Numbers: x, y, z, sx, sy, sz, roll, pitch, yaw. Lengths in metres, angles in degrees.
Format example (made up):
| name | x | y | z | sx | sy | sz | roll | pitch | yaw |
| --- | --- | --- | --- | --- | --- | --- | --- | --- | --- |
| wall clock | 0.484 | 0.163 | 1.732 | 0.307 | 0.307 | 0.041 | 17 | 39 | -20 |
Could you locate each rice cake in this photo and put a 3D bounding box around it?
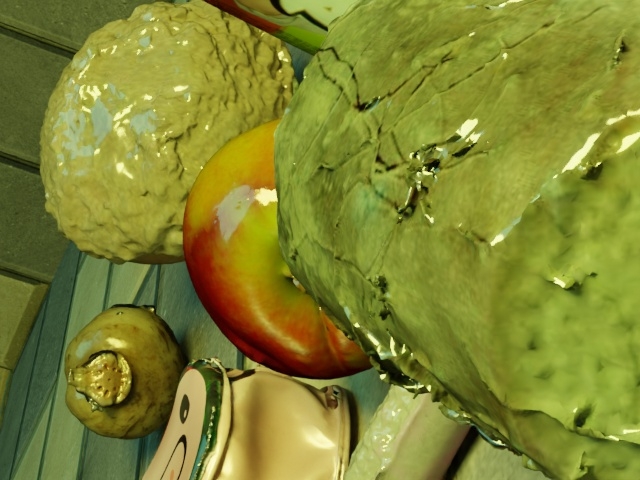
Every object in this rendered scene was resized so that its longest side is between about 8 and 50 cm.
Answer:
| name | x | y | z | sx | sy | sz | roll | pitch | yaw |
| --- | --- | --- | --- | --- | --- | --- | --- | --- | --- |
| rice cake | 0.043 | 0.151 | 0.771 | 0.270 | 0.055 | 0.049 | -64 | 28 | 20 |

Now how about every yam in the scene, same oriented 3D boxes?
| name | x | y | z | sx | sy | sz | roll | pitch | yaw |
| --- | --- | --- | --- | --- | --- | --- | --- | --- | --- |
| yam | 0.101 | -0.008 | 0.512 | 0.271 | 0.201 | 0.202 | 25 | 138 | 60 |

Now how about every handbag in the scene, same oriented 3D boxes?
| name | x | y | z | sx | sy | sz | roll | pitch | yaw |
| --- | --- | --- | --- | --- | --- | --- | --- | --- | --- |
| handbag | -0.066 | 0.189 | 0.964 | 0.179 | 0.116 | 0.205 | -115 | 45 | -69 |

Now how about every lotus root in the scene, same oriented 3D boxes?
| name | x | y | z | sx | sy | sz | roll | pitch | yaw |
| --- | --- | --- | --- | --- | --- | --- | --- | --- | --- |
| lotus root | -0.227 | 0.149 | 1.498 | 0.257 | 0.140 | 0.154 | -144 | 60 | -83 |

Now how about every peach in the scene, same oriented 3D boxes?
| name | x | y | z | sx | sy | sz | roll | pitch | yaw |
| --- | --- | --- | --- | --- | --- | --- | --- | --- | --- |
| peach | 0.000 | 0.000 | 0.863 | 0.197 | 0.197 | 0.197 | -161 | 90 | -74 |

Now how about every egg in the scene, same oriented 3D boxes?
| name | x | y | z | sx | sy | sz | roll | pitch | yaw |
| --- | --- | --- | --- | --- | --- | --- | --- | --- | --- |
| egg | -0.158 | -0.111 | 1.343 | 0.310 | 0.279 | 0.279 | -60 | 13 | -17 |

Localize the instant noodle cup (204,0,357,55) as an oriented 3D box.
| name | x | y | z | sx | sy | sz | roll | pitch | yaw |
| --- | --- | --- | --- | --- | --- | --- | --- | --- | --- |
| instant noodle cup | 0.028 | -0.224 | 0.783 | 0.294 | 0.308 | 0.294 | -161 | 90 | -74 |
